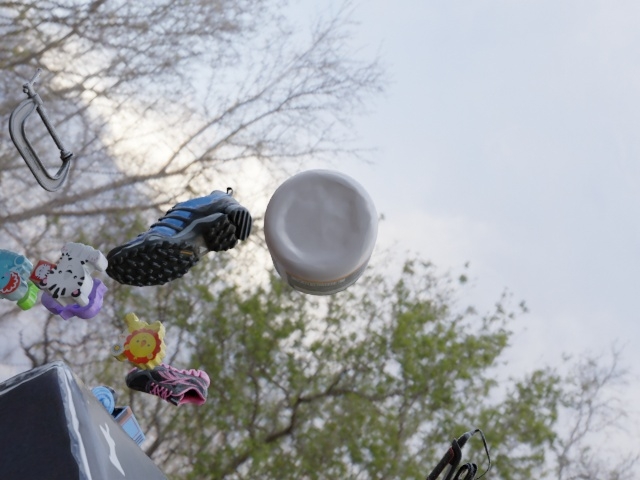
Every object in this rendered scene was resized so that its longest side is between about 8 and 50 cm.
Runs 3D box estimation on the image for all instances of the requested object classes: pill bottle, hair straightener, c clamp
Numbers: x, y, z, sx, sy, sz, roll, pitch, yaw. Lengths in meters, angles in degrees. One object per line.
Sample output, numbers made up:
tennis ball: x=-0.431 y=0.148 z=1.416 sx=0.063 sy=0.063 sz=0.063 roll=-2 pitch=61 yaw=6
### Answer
pill bottle: x=0.000 y=0.000 z=1.222 sx=0.162 sy=0.162 sz=0.278 roll=36 pitch=-8 yaw=6
hair straightener: x=0.217 y=0.424 z=1.362 sx=0.089 sy=0.230 sz=0.047 roll=36 pitch=-7 yaw=1
c clamp: x=-0.414 y=-0.160 z=1.205 sx=0.022 sy=0.137 sz=0.160 roll=-7 pitch=-57 yaw=17

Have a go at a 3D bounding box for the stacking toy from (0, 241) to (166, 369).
stacking toy: x=-0.263 y=0.044 z=0.740 sx=0.221 sy=0.052 sz=0.167 roll=15 pitch=-25 yaw=18

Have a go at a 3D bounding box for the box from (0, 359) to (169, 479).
box: x=-0.237 y=0.370 z=0.430 sx=0.297 sy=0.472 sz=0.479 roll=59 pitch=-9 yaw=35

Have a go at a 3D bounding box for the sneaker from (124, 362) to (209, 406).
sneaker: x=-0.210 y=0.204 z=1.109 sx=0.119 sy=0.057 sz=0.047 roll=9 pitch=-59 yaw=-19

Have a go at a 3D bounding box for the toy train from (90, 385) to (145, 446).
toy train: x=-0.295 y=0.252 z=0.955 sx=0.080 sy=0.184 sz=0.105 roll=-16 pitch=-73 yaw=32

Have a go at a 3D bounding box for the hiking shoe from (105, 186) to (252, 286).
hiking shoe: x=-0.290 y=-0.005 z=1.603 sx=0.132 sy=0.304 sz=0.113 roll=48 pitch=-26 yaw=47
